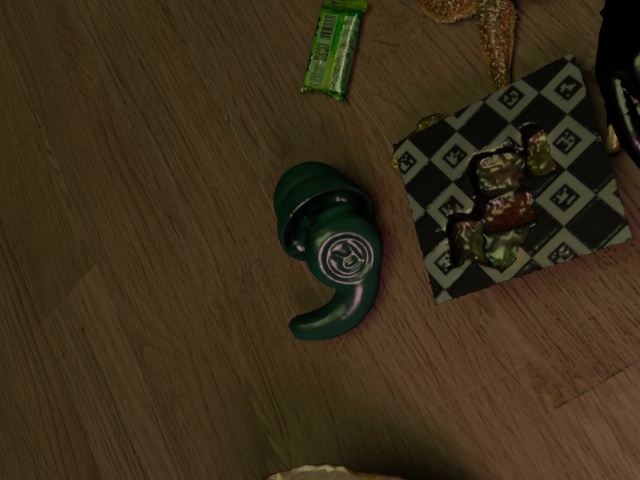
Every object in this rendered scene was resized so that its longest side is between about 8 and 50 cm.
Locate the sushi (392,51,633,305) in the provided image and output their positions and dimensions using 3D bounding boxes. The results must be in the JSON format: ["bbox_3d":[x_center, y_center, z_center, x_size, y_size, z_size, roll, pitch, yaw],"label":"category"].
[{"bbox_3d":[0.268,-0.076,1.083,0.294,0.059,0.292,-23,62,26],"label":"sushi"}]

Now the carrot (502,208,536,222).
[{"bbox_3d":[0.309,-0.030,1.097,0.139,0.048,0.048,0,88,40],"label":"carrot"}]

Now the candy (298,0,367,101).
[{"bbox_3d":[0.024,-0.337,1.340,0.102,0.032,0.178,16,96,33],"label":"candy"}]

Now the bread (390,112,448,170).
[{"bbox_3d":[0.165,-0.154,1.200,0.110,0.066,0.060,-50,48,27],"label":"bread"}]

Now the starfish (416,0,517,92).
[{"bbox_3d":[0.290,-0.391,1.108,0.293,0.084,0.301,-46,58,28],"label":"starfish"}]

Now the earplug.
[{"bbox_3d":[0.005,0.002,1.289,0.257,0.164,0.280,100,153,-52],"label":"earplug"}]

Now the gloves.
[{"bbox_3d":[0.430,-0.202,0.965,0.197,0.152,0.300,-21,89,63],"label":"gloves"}]

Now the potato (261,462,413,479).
[{"bbox_3d":[0.065,0.563,1.119,0.386,0.319,0.442,-26,56,-8],"label":"potato"}]
